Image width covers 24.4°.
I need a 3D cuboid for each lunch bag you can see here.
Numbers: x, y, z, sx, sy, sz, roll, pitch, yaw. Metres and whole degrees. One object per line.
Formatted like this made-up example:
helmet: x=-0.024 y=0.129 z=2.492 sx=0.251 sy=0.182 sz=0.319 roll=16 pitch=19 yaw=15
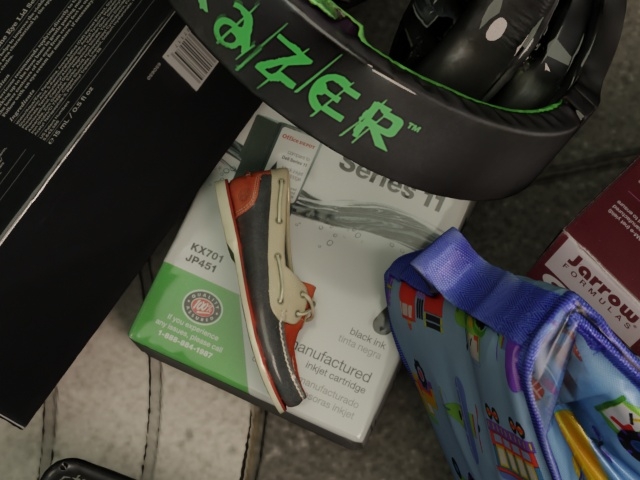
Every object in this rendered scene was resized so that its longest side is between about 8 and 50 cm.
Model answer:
lunch bag: x=0.128 y=0.121 z=0.741 sx=0.138 sy=0.221 sz=0.293 roll=-36 pitch=103 yaw=-6

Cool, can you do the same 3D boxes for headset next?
headset: x=0.065 y=-0.169 z=0.783 sx=0.243 sy=0.394 sz=0.185 roll=39 pitch=119 yaw=0

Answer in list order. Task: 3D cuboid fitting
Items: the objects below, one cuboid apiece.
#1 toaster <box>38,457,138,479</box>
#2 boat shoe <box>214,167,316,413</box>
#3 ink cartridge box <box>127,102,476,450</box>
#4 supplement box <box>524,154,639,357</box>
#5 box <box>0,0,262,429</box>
toaster: x=-0.110 y=0.223 z=0.833 sx=0.186 sy=0.110 sz=0.168 roll=20 pitch=80 yaw=5
boat shoe: x=-0.024 y=0.026 z=0.813 sx=0.043 sy=0.049 sz=0.137 roll=-12 pitch=75 yaw=-3
ink cartridge box: x=0.000 y=0.000 z=0.885 sx=0.153 sy=0.087 sz=0.208 roll=24 pitch=80 yaw=6
supplement box: x=0.233 y=-0.008 z=0.837 sx=0.130 sy=0.073 sz=0.239 roll=45 pitch=55 yaw=10
box: x=-0.170 y=-0.052 z=0.856 sx=0.184 sy=0.103 sz=0.261 roll=30 pitch=80 yaw=39
